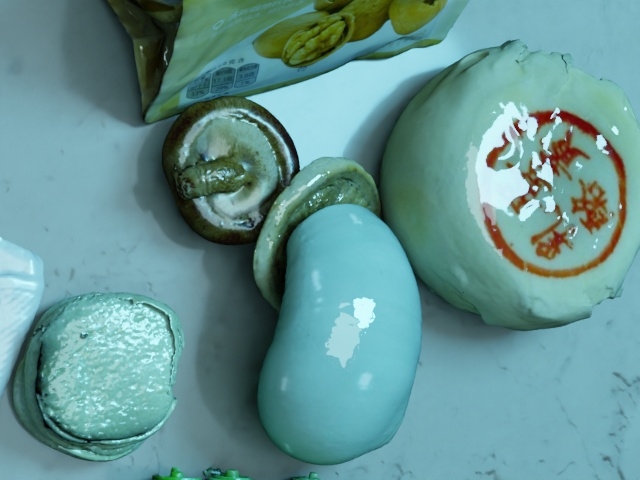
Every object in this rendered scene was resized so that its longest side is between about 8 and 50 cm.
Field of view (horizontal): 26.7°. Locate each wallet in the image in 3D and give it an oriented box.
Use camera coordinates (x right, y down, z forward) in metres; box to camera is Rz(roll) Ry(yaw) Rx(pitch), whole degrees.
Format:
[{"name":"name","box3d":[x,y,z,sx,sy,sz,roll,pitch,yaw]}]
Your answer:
[{"name":"wallet","box3d":[-0.299,0.076,1.066,0.124,0.032,0.183,24,79,-17]}]

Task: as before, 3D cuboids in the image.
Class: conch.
[{"name":"conch","box3d":[0.026,0.083,1.137,0.121,0.185,0.221,12,102,15]}]

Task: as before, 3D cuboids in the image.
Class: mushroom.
[{"name":"mushroom","box3d":[-0.073,-0.059,1.136,0.127,0.087,0.127,0,90,-20]}]

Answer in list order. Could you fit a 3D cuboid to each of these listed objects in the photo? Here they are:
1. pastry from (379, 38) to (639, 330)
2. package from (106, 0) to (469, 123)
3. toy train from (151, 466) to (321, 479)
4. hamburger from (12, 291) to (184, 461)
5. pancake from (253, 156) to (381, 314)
[{"name":"pastry","box3d":[0.182,-0.049,1.219,0.265,0.133,0.265,3,82,-25]},{"name":"package","box3d":[-0.024,-0.247,1.129,0.311,0.221,0.165,-21,74,-23]},{"name":"toy train","box3d":[-0.031,0.236,1.119,0.251,0.119,0.085,7,83,-21]},{"name":"hamburger","box3d":[-0.179,0.108,1.096,0.133,0.062,0.140,21,77,-21]},{"name":"pancake","box3d":[-0.001,0.000,1.160,0.151,0.025,0.151,-31,134,-38]}]
